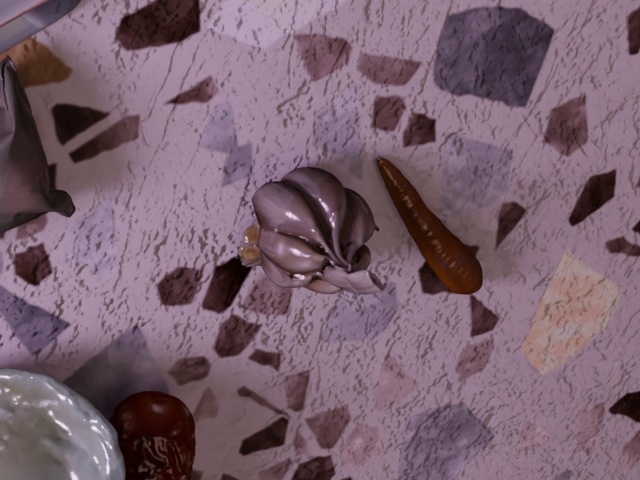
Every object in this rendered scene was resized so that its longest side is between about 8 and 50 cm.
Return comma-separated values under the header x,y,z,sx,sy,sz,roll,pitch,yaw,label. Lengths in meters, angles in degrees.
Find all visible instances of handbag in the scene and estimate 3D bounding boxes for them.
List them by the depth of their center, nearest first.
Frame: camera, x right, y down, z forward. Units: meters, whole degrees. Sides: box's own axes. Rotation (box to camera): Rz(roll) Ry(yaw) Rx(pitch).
x,y,z,sx,sy,sz,roll,pitch,yaw,label
-0.357,-0.048,1.468,0.270,0.117,0.182,-23,126,-19,handbag

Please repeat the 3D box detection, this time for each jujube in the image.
x,y,z,sx,sy,sz,roll,pitch,yaw,label
-0.189,0.242,1.738,0.109,0.112,0.176,-23,133,-57,jujube

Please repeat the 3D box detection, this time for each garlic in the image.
x,y,z,sx,sy,sz,roll,pitch,yaw,label
0.000,0.000,1.648,0.131,0.194,0.127,15,102,-28,garlic

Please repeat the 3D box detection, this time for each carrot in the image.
x,y,z,sx,sy,sz,roll,pitch,yaw,label
0.114,-0.015,1.790,0.048,0.048,0.216,-40,124,-1,carrot

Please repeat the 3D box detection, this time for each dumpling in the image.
x,y,z,sx,sy,sz,roll,pitch,yaw,label
-0.339,0.280,1.623,0.320,0.212,0.270,-43,127,-12,dumpling

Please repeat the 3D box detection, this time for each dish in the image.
x,y,z,sx,sy,sz,roll,pitch,yaw,label
-0.304,-0.189,1.413,0.234,0.154,0.064,-29,93,-10,dish
